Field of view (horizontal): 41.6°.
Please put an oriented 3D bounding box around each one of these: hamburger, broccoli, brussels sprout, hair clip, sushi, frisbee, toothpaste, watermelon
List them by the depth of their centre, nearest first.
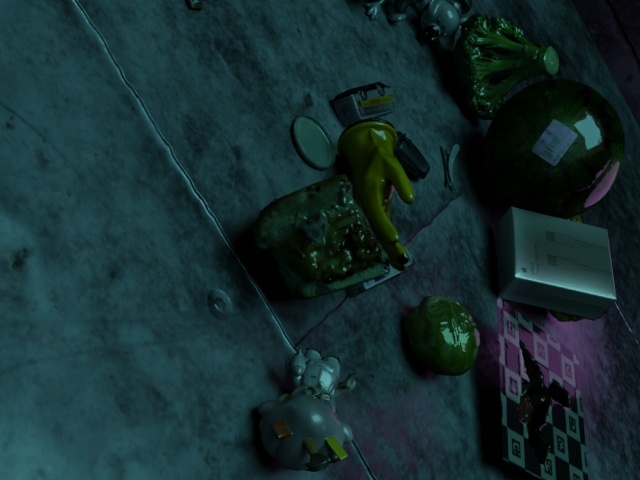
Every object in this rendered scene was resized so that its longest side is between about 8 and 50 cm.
[{"bbox_3d":[0.000,0.000,1.318,0.288,0.192,0.168,2,70,-87],"label":"hamburger"},{"bbox_3d":[0.110,0.054,1.538,0.196,0.040,0.047,-20,81,-55],"label":"toothpaste"},{"bbox_3d":[0.232,0.176,1.550,0.155,0.117,0.155,17,65,-42],"label":"brussels sprout"},{"bbox_3d":[-0.012,-0.181,1.553,0.110,0.014,0.110,31,45,-37],"label":"frisbee"},{"bbox_3d":[0.442,0.344,1.760,0.359,0.064,0.343,33,49,-38],"label":"sushi"},{"bbox_3d":[0.301,-0.172,1.929,0.030,0.039,0.115,23,54,-36],"label":"hair clip"},{"bbox_3d":[0.558,-0.216,2.021,0.363,0.363,0.363,30,47,-38],"label":"watermelon"},{"bbox_3d":[0.458,-0.436,2.112,0.254,0.269,0.269,-18,83,-48],"label":"broccoli"}]

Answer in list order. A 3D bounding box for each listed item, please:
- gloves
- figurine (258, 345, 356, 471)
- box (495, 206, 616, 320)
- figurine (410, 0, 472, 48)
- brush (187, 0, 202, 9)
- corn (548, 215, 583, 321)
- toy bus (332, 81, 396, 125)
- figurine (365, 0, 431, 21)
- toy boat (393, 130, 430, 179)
[{"bbox_3d":[0.115,-0.072,1.516,0.133,0.116,0.294,56,17,-54],"label":"gloves"},{"bbox_3d":[-0.019,0.245,1.198,0.137,0.112,0.229,24,38,-6],"label":"figurine"},{"bbox_3d":[0.536,0.053,1.934,0.251,0.106,0.203,13,54,-7],"label":"box"},{"bbox_3d":[0.310,-0.565,2.121,0.192,0.126,0.147,-51,121,-35],"label":"figurine"},{"bbox_3d":[-0.239,-0.486,1.445,0.034,0.027,0.190,-10,75,-56],"label":"brush"},{"bbox_3d":[0.612,0.043,2.111,0.131,0.131,0.345,36,44,-34],"label":"corn"},{"bbox_3d":[0.092,-0.277,1.713,0.172,0.057,0.072,-27,100,-55],"label":"toy bus"},{"bbox_3d":[0.164,-0.597,1.945,0.265,0.140,0.193,20,70,-27],"label":"figurine"},{"bbox_3d":[0.188,-0.171,1.768,0.141,0.060,0.055,38,42,-42],"label":"toy boat"}]
